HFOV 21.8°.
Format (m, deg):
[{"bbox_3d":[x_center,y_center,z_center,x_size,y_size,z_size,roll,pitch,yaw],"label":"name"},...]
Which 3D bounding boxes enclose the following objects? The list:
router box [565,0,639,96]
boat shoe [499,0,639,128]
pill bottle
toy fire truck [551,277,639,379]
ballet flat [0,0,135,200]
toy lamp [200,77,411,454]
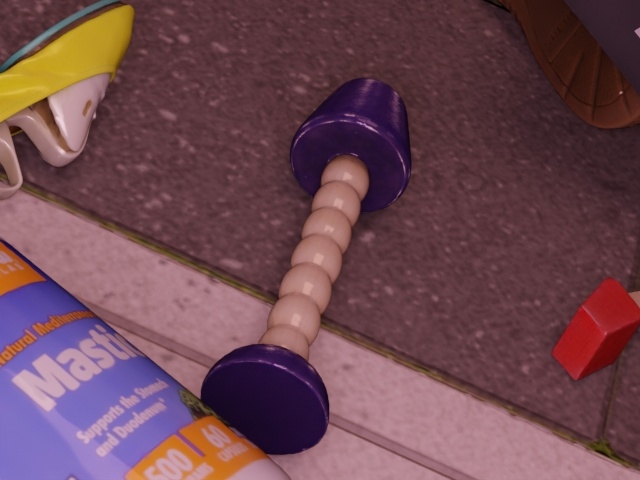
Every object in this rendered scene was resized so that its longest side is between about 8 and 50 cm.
[{"bbox_3d":[0.313,-0.134,1.159,0.309,0.081,0.243,50,41,-12],"label":"router box"},{"bbox_3d":[0.186,-0.225,1.265,0.110,0.121,0.341,-5,60,-39],"label":"boat shoe"},{"bbox_3d":[-0.159,0.084,0.753,0.272,0.152,0.152,38,43,13],"label":"pill bottle"},{"bbox_3d":[0.252,0.066,1.044,0.192,0.047,0.135,-23,59,-40],"label":"toy fire truck"},{"bbox_3d":[-0.183,-0.068,0.968,0.231,0.077,0.077,-33,88,-40],"label":"ballet flat"},{"bbox_3d":[0.000,0.000,0.970,0.080,0.080,0.275,23,41,-2],"label":"toy lamp"}]
